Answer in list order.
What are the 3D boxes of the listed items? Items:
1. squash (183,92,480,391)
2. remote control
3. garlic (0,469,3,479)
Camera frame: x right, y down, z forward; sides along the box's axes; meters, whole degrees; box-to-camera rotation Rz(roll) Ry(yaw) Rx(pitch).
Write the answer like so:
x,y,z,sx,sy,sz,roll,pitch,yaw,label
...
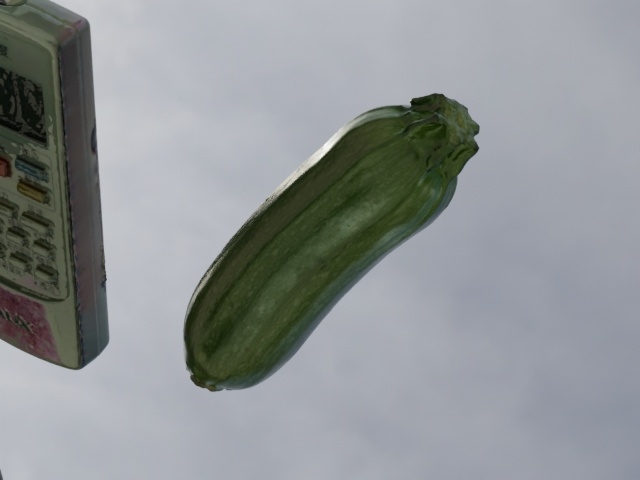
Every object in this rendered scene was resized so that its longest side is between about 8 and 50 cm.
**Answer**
x,y,z,sx,sy,sz,roll,pitch,yaw,label
0.000,0.000,0.999,0.219,0.068,0.077,-43,-140,23,squash
-0.236,-0.048,1.428,0.145,0.050,0.344,24,-45,23,remote control
-0.285,0.177,1.392,0.066,0.152,0.084,23,-97,36,garlic
